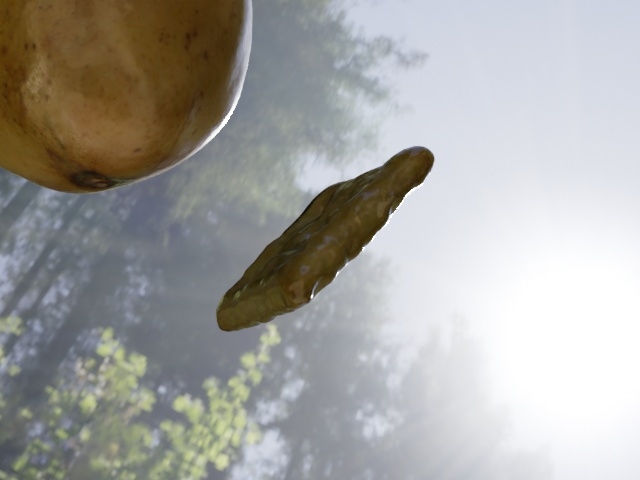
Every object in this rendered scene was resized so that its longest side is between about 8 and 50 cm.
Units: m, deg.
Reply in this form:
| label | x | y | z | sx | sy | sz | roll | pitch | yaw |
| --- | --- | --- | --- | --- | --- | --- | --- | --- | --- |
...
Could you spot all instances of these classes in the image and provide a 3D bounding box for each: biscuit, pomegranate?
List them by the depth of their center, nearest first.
| label | x | y | z | sx | sy | sz | roll | pitch | yaw |
| --- | --- | --- | --- | --- | --- | --- | --- | --- | --- |
| biscuit | 0.000 | 0.000 | 0.543 | 0.018 | 0.083 | 0.081 | 48 | -24 | -9 |
| pomegranate | -0.128 | -0.126 | 0.817 | 0.196 | 0.196 | 0.196 | 6 | -59 | 10 |
